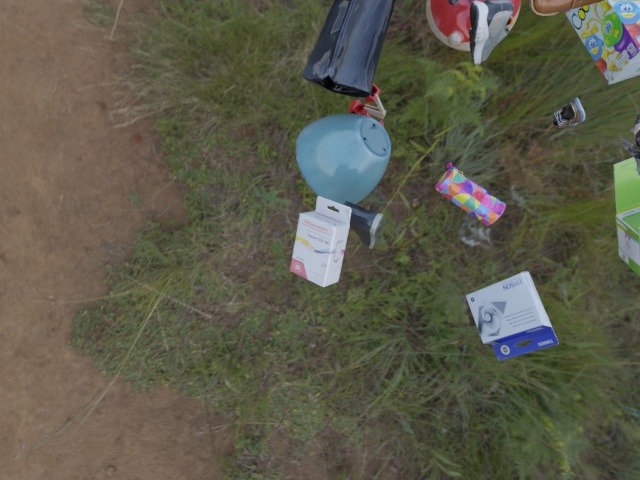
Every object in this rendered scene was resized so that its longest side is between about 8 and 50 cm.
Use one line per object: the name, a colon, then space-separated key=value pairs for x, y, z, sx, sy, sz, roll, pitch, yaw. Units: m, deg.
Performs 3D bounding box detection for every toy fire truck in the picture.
toy fire truck: x=0.165 y=-0.420 z=1.739 sx=0.192 sy=0.135 sz=0.047 roll=44 pitch=63 yaw=-35

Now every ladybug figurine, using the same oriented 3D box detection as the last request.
ladybug figurine: x=0.514 y=-0.809 z=1.752 sx=0.305 sy=0.162 sz=0.449 roll=20 pitch=64 yaw=6

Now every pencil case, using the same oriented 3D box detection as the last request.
pencil case: x=0.496 y=-0.152 z=1.772 sx=0.236 sy=0.104 sz=0.104 roll=37 pitch=57 yaw=-3

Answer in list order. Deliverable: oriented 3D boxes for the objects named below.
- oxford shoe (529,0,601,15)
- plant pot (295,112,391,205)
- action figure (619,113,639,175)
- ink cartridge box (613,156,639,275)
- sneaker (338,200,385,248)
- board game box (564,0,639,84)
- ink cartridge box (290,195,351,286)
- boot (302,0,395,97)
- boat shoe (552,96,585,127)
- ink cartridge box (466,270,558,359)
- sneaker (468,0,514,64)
oxford shoe: x=0.539 y=-0.524 z=1.123 sx=0.212 sy=0.076 sz=0.076 roll=-19 pitch=117 yaw=-12
plant pot: x=0.098 y=-0.269 z=1.620 sx=0.290 sy=0.195 sz=0.290 roll=19 pitch=60 yaw=-36
action figure: x=0.576 y=-0.220 z=0.838 sx=0.099 sy=0.185 sz=0.285 roll=11 pitch=110 yaw=-14
ink cartridge box: x=0.740 y=-0.068 z=1.133 sx=0.097 sy=0.189 sz=0.255 roll=-100 pitch=168 yaw=-58
sneaker: x=0.116 y=-0.050 z=1.514 sx=0.118 sy=0.222 sz=0.083 roll=27 pitch=77 yaw=11
board game box: x=0.739 y=-0.554 z=1.316 sx=0.144 sy=0.142 sz=0.275 roll=-19 pitch=73 yaw=-6
ink cartridge box: x=0.000 y=0.000 z=1.326 sx=0.067 sy=0.115 sz=0.198 roll=-14 pitch=120 yaw=-52
boot: x=0.172 y=-0.604 z=1.433 sx=0.146 sy=0.367 sz=0.445 roll=26 pitch=86 yaw=-49
boat shoe: x=0.715 y=-0.358 z=1.548 sx=0.183 sy=0.066 sz=0.066 roll=13 pitch=57 yaw=-73
ink cartridge box: x=0.566 y=0.233 z=1.601 sx=0.045 sy=0.223 sz=0.223 roll=-6 pitch=70 yaw=-39
sneaker: x=0.449 y=-0.546 z=1.415 sx=0.108 sy=0.271 sz=0.100 roll=-8 pitch=86 yaw=11
